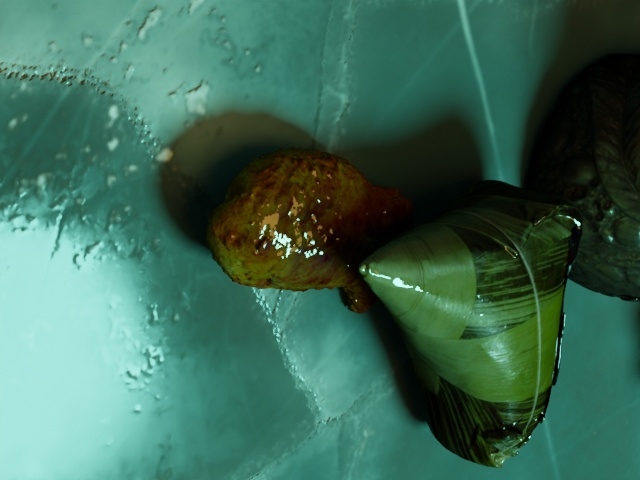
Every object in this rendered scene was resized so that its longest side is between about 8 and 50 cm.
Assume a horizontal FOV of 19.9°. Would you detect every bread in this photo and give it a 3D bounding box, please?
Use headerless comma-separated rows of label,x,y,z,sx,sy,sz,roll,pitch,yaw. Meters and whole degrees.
bread,0.002,-0.008,1.684,0.269,0.095,0.139,19,101,-47

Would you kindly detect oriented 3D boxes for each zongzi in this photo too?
zongzi,0.114,0.108,1.755,0.317,0.154,0.289,-19,119,-48

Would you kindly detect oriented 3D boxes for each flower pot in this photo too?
flower pot,0.394,-0.045,1.882,0.267,0.267,0.266,-16,117,-36
